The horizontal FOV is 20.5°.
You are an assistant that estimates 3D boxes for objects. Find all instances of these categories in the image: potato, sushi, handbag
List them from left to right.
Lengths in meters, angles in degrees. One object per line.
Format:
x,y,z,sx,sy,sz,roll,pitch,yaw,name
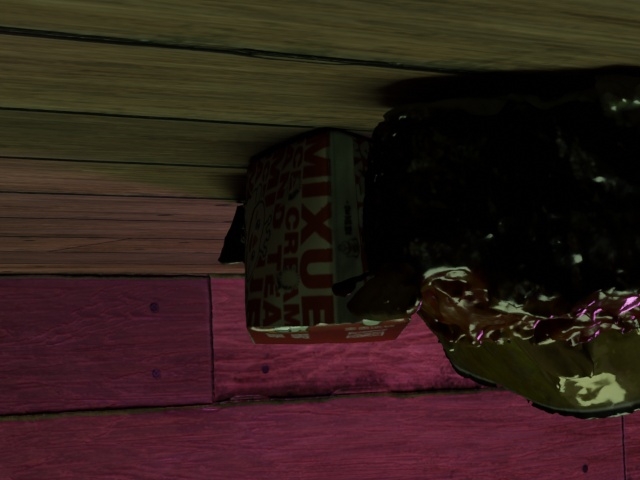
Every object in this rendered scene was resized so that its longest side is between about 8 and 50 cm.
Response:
0.000,0.000,1.522,0.151,0.171,0.298,-2,172,1,handbag
0.197,-0.004,1.465,0.246,0.196,0.300,-29,-156,-21,potato
0.175,-0.020,1.221,0.343,0.182,0.196,-5,169,-2,sushi

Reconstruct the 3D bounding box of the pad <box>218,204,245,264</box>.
0.012,-0.013,1.834,0.220,0.004,0.330,-2,-169,2,pad
